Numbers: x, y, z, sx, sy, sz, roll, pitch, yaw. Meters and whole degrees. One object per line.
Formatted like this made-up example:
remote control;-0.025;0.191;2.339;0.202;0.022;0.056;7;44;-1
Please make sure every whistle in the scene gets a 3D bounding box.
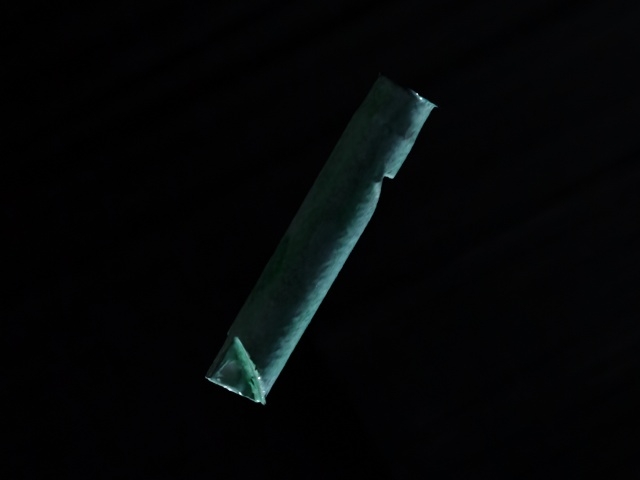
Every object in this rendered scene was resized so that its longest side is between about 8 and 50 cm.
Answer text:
whistle;0.000;0.000;1.039;0.039;0.186;0.039;30;-176;-2
